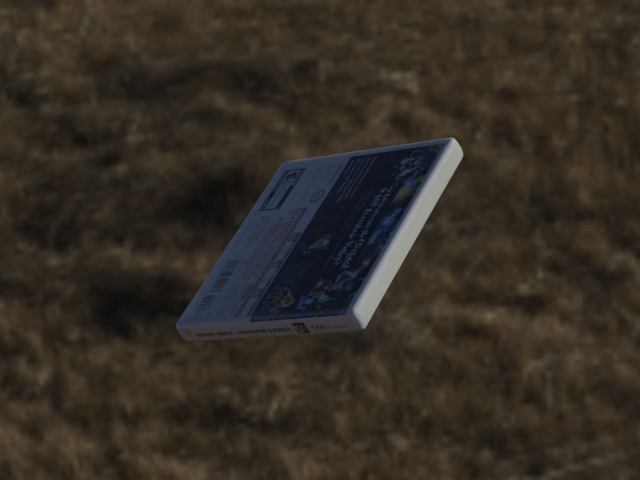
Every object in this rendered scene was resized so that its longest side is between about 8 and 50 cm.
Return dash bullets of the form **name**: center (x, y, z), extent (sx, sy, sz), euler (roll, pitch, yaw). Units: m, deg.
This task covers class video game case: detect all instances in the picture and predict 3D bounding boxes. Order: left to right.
- **video game case**: center (0.000, 0.000, 1.328), extent (0.173, 0.022, 0.190), euler (-6, 39, 40)
